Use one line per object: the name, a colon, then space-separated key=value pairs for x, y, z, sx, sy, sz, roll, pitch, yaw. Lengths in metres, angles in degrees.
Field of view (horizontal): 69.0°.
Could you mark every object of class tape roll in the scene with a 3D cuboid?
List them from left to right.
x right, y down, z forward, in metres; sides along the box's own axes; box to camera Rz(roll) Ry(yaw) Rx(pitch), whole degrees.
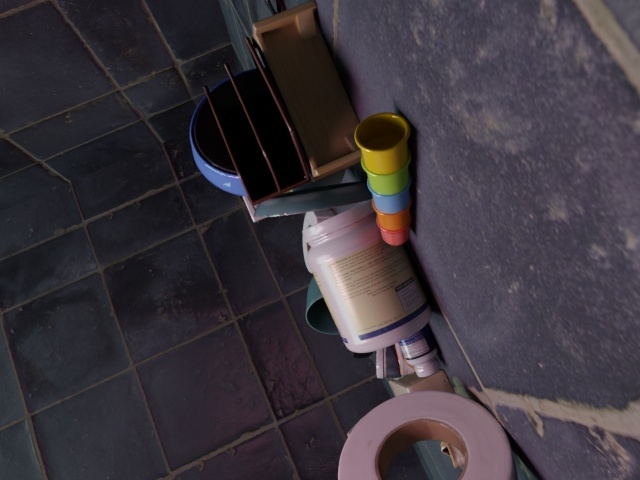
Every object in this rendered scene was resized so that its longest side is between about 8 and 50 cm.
tape roll: x=0.000 y=0.000 z=2.055 sx=0.286 sy=0.100 sz=0.287 roll=179 pitch=90 yaw=-75
tape roll: x=0.228 y=0.501 z=1.034 sx=0.392 sy=0.391 sz=0.072 roll=-126 pitch=12 yaw=-66

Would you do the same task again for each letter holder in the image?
letter holder: x=-0.158 y=-0.274 z=1.052 sx=0.214 sy=0.151 sz=0.302 roll=73 pitch=173 yaw=-63

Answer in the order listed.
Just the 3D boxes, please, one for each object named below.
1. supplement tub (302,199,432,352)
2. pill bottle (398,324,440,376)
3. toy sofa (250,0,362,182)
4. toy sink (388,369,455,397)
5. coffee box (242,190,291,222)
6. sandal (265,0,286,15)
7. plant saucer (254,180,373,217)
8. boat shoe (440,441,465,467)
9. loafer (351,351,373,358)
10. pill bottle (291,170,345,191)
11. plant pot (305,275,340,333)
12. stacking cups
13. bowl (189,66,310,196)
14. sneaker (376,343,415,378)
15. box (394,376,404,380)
supplement tub: x=0.109 y=0.084 z=1.154 sx=0.235 sy=0.235 sz=0.325 roll=173 pitch=72 yaw=-85
pill bottle: x=0.264 y=0.283 z=1.283 sx=0.094 sy=0.094 sz=0.170 roll=148 pitch=97 yaw=-85
toy sofa: x=-0.021 y=-0.329 z=1.075 sx=0.177 sy=0.150 sz=0.363 roll=-157 pitch=42 yaw=-81
toy sink: x=0.321 y=0.477 z=1.413 sx=0.234 sy=0.131 sz=0.153 roll=115 pitch=131 yaw=-77
coffee box: x=-0.228 y=-0.310 z=2.203 sx=0.337 sy=0.337 sz=0.335 roll=-148 pitch=34 yaw=-80
sandal: x=-0.112 y=-0.628 z=1.283 sx=0.179 sy=0.040 sz=0.067 roll=50 pitch=-167 yaw=-46
plant saucer: x=-0.013 y=-0.107 z=1.163 sx=0.317 sy=0.317 sz=0.044 roll=-140 pitch=39 yaw=-78
boat shoe: x=0.448 y=0.720 z=1.621 sx=0.170 sy=0.059 sz=0.063 roll=-130 pitch=16 yaw=-71
loafer: x=0.180 y=0.373 z=2.031 sx=0.366 sy=0.133 sz=0.130 roll=100 pitch=164 yaw=-44
pill bottle: x=-0.072 y=-0.297 z=1.401 sx=0.210 sy=0.210 sz=0.363 roll=71 pitch=172 yaw=-48
plant pot: x=0.070 y=0.252 z=2.161 sx=0.235 sy=0.292 sz=0.293 roll=-97 pitch=-9 yaw=-48
stacking cups: x=0.136 y=-0.092 z=0.899 sx=0.316 sy=0.095 sz=0.096 roll=70 pitch=174 yaw=-52
bowl: x=-0.156 y=-0.300 z=1.228 sx=0.077 sy=0.390 sz=0.392 roll=75 pitch=169 yaw=-63
sneaker: x=0.233 y=0.263 z=1.427 sx=0.126 sy=0.127 sz=0.322 roll=75 pitch=-165 yaw=-58
box: x=0.328 y=0.532 z=2.016 sx=0.322 sy=0.058 sz=0.233 roll=-125 pitch=12 yaw=-71
